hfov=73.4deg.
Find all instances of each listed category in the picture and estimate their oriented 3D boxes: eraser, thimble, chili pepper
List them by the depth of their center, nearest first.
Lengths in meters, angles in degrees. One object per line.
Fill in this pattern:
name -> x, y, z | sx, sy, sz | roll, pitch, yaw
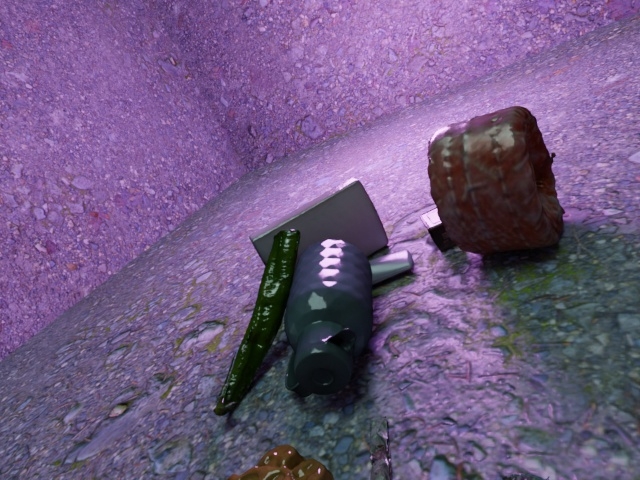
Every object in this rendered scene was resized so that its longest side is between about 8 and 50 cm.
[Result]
thimble -> 0.299, -0.096, 0.722 | 0.162, 0.239, 0.239 | -14, 24, 38
chili pepper -> -0.103, 0.138, 0.777 | 0.085, 0.076, 0.359 | -22, 43, 47
eraser -> 0.000, 0.000, 0.954 | 0.270, 0.174, 0.095 | -30, 22, -6

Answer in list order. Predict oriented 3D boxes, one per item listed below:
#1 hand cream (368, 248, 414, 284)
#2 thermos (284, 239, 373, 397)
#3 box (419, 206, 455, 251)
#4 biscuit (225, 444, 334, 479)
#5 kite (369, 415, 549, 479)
hand cream -> 0.064, 0.079, 0.869 | 0.255, 0.048, 0.079 | -22, 26, 9
thermos -> 0.005, 0.130, 0.699 | 0.182, 0.145, 0.286 | -56, 9, 26
box -> 0.244, -0.025, 0.863 | 0.060, 0.063, 0.084 | -27, 21, 9
biscuit -> -0.102, 0.339, 0.433 | 0.289, 0.044, 0.202 | -45, 24, -25
kite -> 0.059, 0.291, 0.405 | 0.335, 0.011, 0.314 | -24, 20, 10
